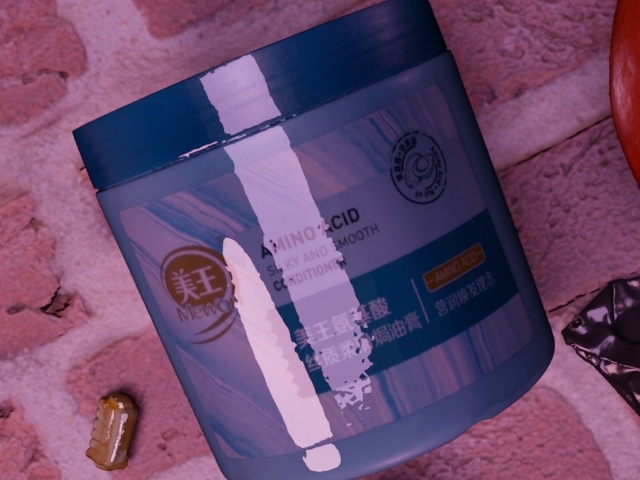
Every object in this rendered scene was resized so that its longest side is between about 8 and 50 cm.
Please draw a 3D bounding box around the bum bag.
[{"bbox_3d":[0.350,0.147,1.186,0.123,0.060,0.248,-41,90,16],"label":"bum bag"}]

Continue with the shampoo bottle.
[{"bbox_3d":[0.000,0.000,1.087,0.331,0.331,0.342,-20,98,14],"label":"shampoo bottle"}]

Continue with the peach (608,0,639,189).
[{"bbox_3d":[0.406,-0.141,0.979,0.370,0.370,0.370,2,101,10],"label":"peach"}]

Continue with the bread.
[{"bbox_3d":[-0.221,0.204,1.319,0.049,0.034,0.088,15,99,22],"label":"bread"}]
